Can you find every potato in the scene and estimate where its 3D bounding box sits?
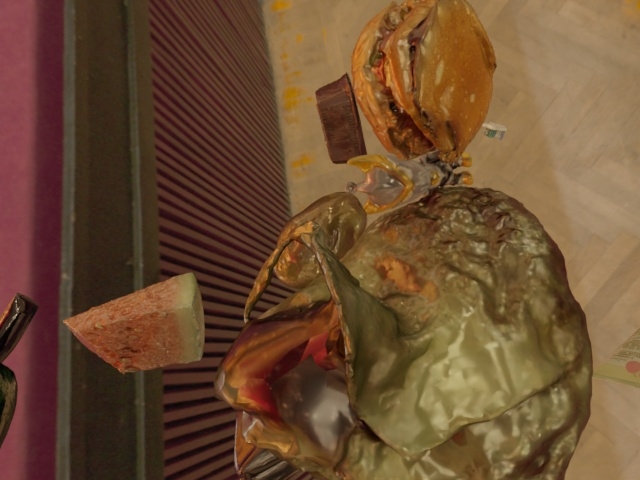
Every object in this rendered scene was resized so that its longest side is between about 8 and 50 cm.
[{"bbox_3d":[0.000,0.000,1.103,0.235,0.160,0.178,-48,46,1],"label":"potato"}]

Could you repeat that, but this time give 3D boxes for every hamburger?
[{"bbox_3d":[0.151,-0.239,0.790,0.163,0.244,0.245,8,79,41],"label":"hamburger"}]

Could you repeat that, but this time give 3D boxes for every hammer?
[{"bbox_3d":[-0.473,0.199,0.724,0.037,0.137,0.290,32,89,-22],"label":"hammer"}]

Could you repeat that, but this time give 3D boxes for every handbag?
[{"bbox_3d":[-0.081,0.476,1.409,0.342,0.152,0.288,-26,28,-6],"label":"handbag"}]

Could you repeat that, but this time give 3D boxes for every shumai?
[{"bbox_3d":[0.060,0.133,0.597,0.348,0.395,0.395,0,76,-22],"label":"shumai"}]

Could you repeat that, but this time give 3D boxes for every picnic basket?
[{"bbox_3d":[0.069,-0.401,1.793,0.129,0.297,0.223,-12,38,6],"label":"picnic basket"}]

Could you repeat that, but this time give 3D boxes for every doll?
[{"bbox_3d":[0.218,-0.149,1.327,0.316,0.146,0.103,-10,50,2],"label":"doll"}]

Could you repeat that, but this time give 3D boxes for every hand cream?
[{"bbox_3d":[0.710,0.233,1.129,0.147,0.305,0.093,5,112,52],"label":"hand cream"}]

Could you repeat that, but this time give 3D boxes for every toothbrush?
[{"bbox_3d":[0.226,-0.224,0.991,0.303,0.030,0.030,4,76,-24],"label":"toothbrush"}]

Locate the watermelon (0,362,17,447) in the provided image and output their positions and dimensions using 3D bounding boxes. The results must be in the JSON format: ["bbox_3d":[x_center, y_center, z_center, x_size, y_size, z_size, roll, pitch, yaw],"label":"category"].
[{"bbox_3d":[-0.428,0.225,0.568,0.202,0.136,0.207,-8,40,26],"label":"watermelon"}]

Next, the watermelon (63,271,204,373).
[{"bbox_3d":[-0.347,0.177,1.004,0.256,0.193,0.140,-7,33,-9],"label":"watermelon"}]
